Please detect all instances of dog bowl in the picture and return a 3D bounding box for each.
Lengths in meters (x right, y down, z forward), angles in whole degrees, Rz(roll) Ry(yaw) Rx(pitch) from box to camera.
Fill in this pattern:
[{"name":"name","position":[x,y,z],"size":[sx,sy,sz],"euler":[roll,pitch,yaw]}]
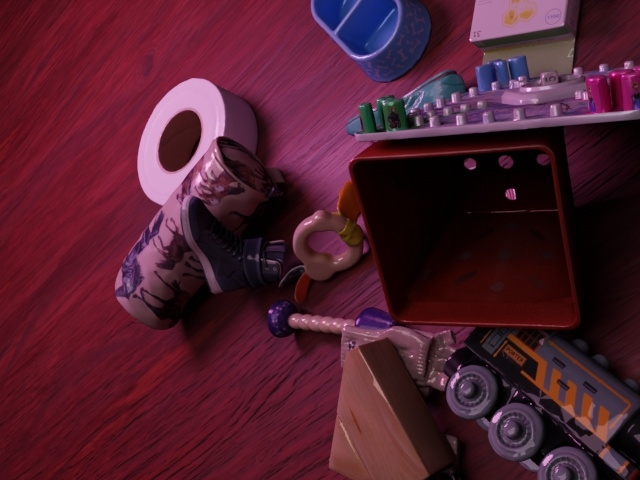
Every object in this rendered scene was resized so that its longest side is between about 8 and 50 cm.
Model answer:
[{"name":"dog bowl","position":[0.084,-0.424,1.598],"size":[0.166,0.074,0.297],"euler":[-50,50,18]}]

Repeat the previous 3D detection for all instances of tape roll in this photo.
[{"name":"tape roll","position":[-0.267,-0.197,1.822],"size":[0.286,0.100,0.286],"euler":[-15,66,37]}]

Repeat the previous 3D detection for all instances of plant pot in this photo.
[{"name":"plant pot","position":[0.231,-0.055,1.179],"size":[0.267,0.267,0.236],"euler":[-1,31,29]}]

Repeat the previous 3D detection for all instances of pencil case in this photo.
[{"name":"pencil case","position":[-0.246,-0.005,1.687],"size":[0.410,0.183,0.160],"euler":[-50,41,21]}]

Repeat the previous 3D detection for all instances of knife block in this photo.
[{"name":"knife block","position":[0.138,0.306,1.243],"size":[0.242,0.088,0.276],"euler":[15,102,34]}]

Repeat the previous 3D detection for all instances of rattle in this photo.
[{"name":"rattle","position":[0.000,0.000,1.538],"size":[0.200,0.130,0.143],"euler":[117,152,-44]}]

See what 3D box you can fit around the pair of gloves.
[{"name":"pair of gloves","position":[0.126,0.251,1.327],"size":[0.204,0.042,0.240],"euler":[-3,91,36]}]

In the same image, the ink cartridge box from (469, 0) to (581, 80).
[{"name":"ink cartridge box","position":[0.324,-0.322,1.364],"size":[0.171,0.056,0.235],"euler":[1,74,41]}]

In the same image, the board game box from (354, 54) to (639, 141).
[{"name":"board game box","position":[0.302,-0.206,1.107],"size":[0.390,0.390,0.050],"euler":[1,109,41]}]

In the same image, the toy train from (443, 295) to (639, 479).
[{"name":"toy train","position":[0.315,0.222,1.138],"size":[0.190,0.142,0.334],"euler":[-52,48,3]}]

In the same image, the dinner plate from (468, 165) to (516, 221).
[{"name":"dinner plate","position":[0.253,-0.051,1.360],"size":[0.141,0.017,0.141],"euler":[-16,65,37]}]

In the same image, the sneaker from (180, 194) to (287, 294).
[{"name":"sneaker","position":[-0.149,0.000,1.536],"size":[0.163,0.226,0.086],"euler":[-6,43,17]}]

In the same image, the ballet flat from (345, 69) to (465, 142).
[{"name":"ballet flat","position":[0.146,-0.207,1.469],"size":[0.247,0.083,0.087],"euler":[-23,76,37]}]

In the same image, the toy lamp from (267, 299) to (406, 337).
[{"name":"toy lamp","position":[0.028,0.145,1.457],"size":[0.274,0.080,0.080],"euler":[5,79,44]}]
